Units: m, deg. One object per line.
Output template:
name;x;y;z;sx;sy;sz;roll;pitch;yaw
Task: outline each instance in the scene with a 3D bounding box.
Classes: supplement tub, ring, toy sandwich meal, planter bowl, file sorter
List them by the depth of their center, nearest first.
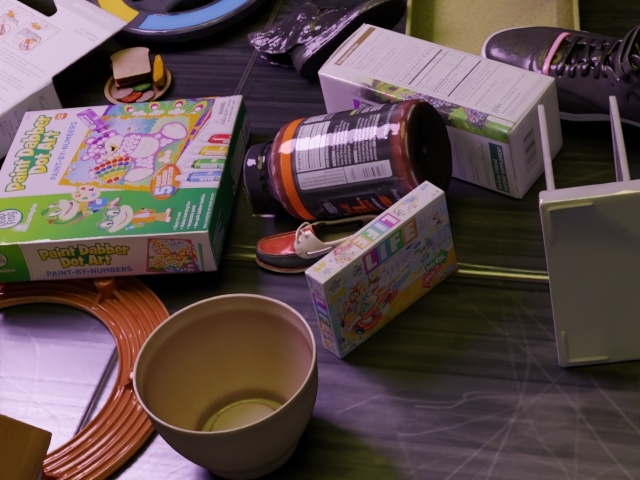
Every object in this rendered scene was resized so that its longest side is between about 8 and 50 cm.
planter bowl;-0.075;0.142;1.579;0.162;0.109;0.162;-7;43;6
file sorter;0.338;-0.027;1.594;0.277;0.193;0.173;-6;40;8
ring;-0.300;0.130;1.708;0.336;0.032;0.336;-8;43;8
supplement tub;0.024;-0.076;1.770;0.198;0.106;0.106;-8;40;30
toy sandwich meal;-0.207;-0.184;2.013;0.085;0.029;0.085;-7;43;7

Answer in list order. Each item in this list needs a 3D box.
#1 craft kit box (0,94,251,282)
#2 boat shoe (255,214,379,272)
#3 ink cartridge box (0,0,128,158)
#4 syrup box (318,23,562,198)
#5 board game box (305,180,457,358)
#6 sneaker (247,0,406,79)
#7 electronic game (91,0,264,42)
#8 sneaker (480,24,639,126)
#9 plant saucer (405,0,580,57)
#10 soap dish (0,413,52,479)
craft kit box;-0.210;-0.055;1.840;0.246;0.061;0.250;-6;36;11
boat shoe;0.000;0.000;1.758;0.137;0.043;0.049;-5;45;12
ink cartridge box;-0.387;-0.211;2.068;0.239;0.060;0.275;-38;47;-25
syrup box;0.122;-0.135;1.831;0.237;0.093;0.096;20;53;31
board game box;0.059;0.027;1.669;0.154;0.103;0.026;-37;47;-22
sneaker;0.007;-0.241;1.983;0.170;0.051;0.089;-35;50;8
electronic game;-0.160;-0.310;2.121;0.229;0.048;0.229;-8;43;7
sneaker;0.291;-0.181;1.766;0.296;0.147;0.104;21;70;22
plant saucer;0.190;-0.242;1.961;0.188;0.045;0.188;-4;44;10
soap dish;-0.403;0.233;1.537;0.291;0.118;0.229;6;57;22
